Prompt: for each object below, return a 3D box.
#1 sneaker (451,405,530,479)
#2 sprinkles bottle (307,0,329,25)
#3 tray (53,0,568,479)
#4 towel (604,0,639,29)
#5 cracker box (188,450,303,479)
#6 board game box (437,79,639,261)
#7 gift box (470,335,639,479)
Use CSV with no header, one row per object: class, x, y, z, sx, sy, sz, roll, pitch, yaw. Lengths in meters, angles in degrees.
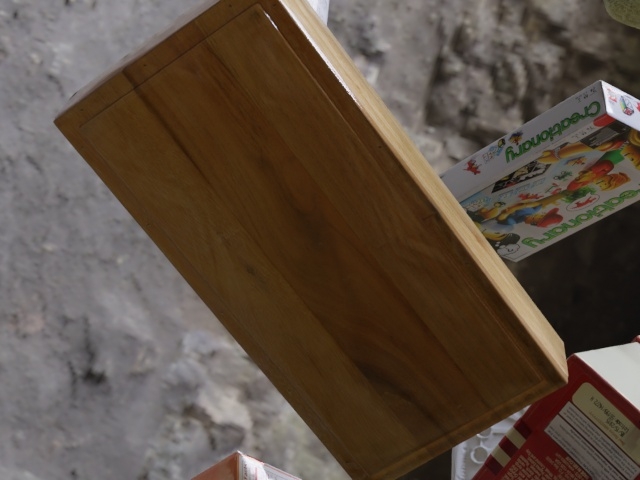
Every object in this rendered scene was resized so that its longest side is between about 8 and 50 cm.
sneaker,0.236,0.329,1.801,0.236,0.130,0.322,70,37,-63
sprinkles bottle,-0.048,-0.287,1.693,0.121,0.121,0.355,75,15,-50
tray,0.000,0.000,1.097,0.411,0.203,0.076,51,20,-18
towel,0.296,-0.163,1.024,0.148,0.110,0.027,23,74,-23
cracker box,-0.042,0.289,1.266,0.232,0.156,0.067,31,40,-33
board game box,0.286,-0.076,1.678,0.193,0.305,0.053,20,54,-37
gift box,0.313,0.238,1.269,0.276,0.255,0.258,-50,157,20
